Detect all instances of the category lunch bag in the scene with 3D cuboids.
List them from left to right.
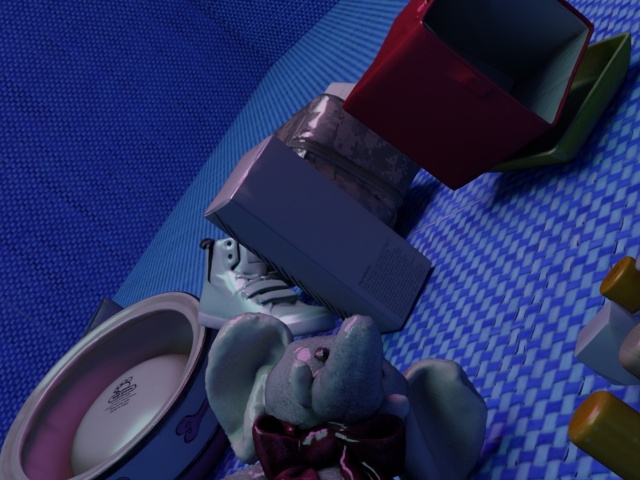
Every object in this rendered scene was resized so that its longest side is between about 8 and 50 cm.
[{"bbox_3d":[-0.011,-0.048,1.249,0.256,0.213,0.305,-63,17,-17],"label":"lunch bag"}]

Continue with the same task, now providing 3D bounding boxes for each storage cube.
[{"bbox_3d":[0.176,-0.207,0.956,0.193,0.215,0.183,-37,21,58],"label":"storage cube"}]

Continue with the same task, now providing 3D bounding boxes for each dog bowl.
[{"bbox_3d":[-0.303,0.279,1.267,0.408,0.150,0.408,-28,29,17],"label":"dog bowl"}]

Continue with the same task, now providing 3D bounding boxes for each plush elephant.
[{"bbox_3d":[0.015,0.174,0.612,0.330,0.272,0.255,108,167,-69],"label":"plush elephant"}]

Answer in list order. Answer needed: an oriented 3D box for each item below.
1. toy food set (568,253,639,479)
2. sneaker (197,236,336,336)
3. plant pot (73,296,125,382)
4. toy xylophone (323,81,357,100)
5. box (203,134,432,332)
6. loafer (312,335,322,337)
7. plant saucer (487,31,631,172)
[{"bbox_3d":[0.254,0.079,0.549,0.111,0.105,0.232,-57,-7,30],"label":"toy food set"},{"bbox_3d":[-0.084,0.056,1.107,0.256,0.094,0.151,3,92,43],"label":"sneaker"},{"bbox_3d":[-0.408,0.285,1.567,0.290,0.196,0.290,-56,14,22],"label":"plant pot"},{"bbox_3d":[0.060,-0.200,1.531,0.236,0.081,0.322,17,55,32],"label":"toy xylophone"},{"bbox_3d":[0.000,0.000,1.002,0.094,0.275,0.113,-23,32,59],"label":"box"},{"bbox_3d":[-0.020,0.177,1.042,0.087,0.094,0.251,-32,17,-26],"label":"loafer"},{"bbox_3d":[0.290,-0.156,0.984,0.188,0.045,0.188,-55,17,-13],"label":"plant saucer"}]
